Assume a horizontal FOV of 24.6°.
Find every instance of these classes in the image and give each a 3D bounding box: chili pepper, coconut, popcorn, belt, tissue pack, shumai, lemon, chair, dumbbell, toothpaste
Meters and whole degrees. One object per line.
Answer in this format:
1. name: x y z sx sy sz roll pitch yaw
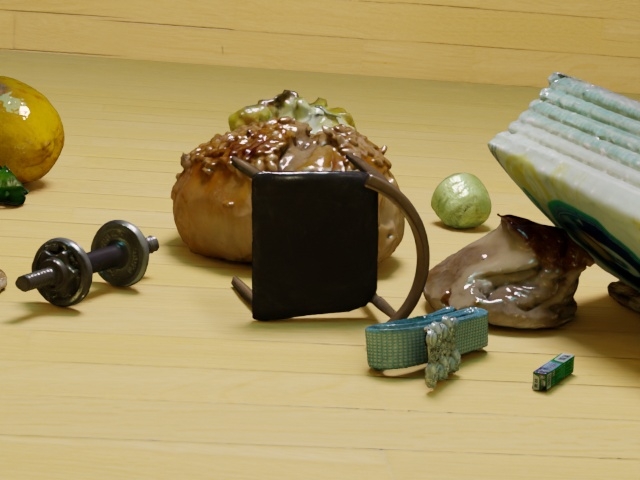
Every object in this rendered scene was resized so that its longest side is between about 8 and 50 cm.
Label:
1. chili pepper: -0.521 -0.079 2.075 0.216 0.062 0.108 -4 10 -31
2. coconut: 0.210 -0.061 2.205 0.087 0.088 0.096 -3 44 -29
3. popcorn: -0.045 -0.150 2.268 0.212 0.198 0.198 38 6 -15
4. belt: 0.129 0.102 1.543 0.100 0.065 0.179 3 10 40
5. tissue pack: 0.406 -0.025 1.669 0.287 0.162 0.388 41 -3 -33
6. shumai: 0.224 0.031 1.747 0.201 0.120 0.201 6 16 -2
7. lemon: -0.482 -0.165 2.227 0.207 0.170 0.170 24 21 26
8. chair: 0.000 0.000 1.660 0.166 0.188 0.272 -4 13 -17
9. dumbbell: -0.261 0.025 1.680 0.081 0.082 0.254 11 14 25
10. toothpaste: 0.241 0.136 1.522 0.017 0.020 0.083 7 13 28

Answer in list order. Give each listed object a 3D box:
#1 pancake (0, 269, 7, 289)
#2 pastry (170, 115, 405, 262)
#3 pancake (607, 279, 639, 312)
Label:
1. pancake: -0.426 0.042 1.678 0.139 0.022 0.139 5 14 -1
2. pastry: -0.042 -0.071 1.937 0.315 0.184 0.284 8 13 14
3. pancake: 0.461 0.076 1.849 0.199 0.021 0.199 5 14 -1
